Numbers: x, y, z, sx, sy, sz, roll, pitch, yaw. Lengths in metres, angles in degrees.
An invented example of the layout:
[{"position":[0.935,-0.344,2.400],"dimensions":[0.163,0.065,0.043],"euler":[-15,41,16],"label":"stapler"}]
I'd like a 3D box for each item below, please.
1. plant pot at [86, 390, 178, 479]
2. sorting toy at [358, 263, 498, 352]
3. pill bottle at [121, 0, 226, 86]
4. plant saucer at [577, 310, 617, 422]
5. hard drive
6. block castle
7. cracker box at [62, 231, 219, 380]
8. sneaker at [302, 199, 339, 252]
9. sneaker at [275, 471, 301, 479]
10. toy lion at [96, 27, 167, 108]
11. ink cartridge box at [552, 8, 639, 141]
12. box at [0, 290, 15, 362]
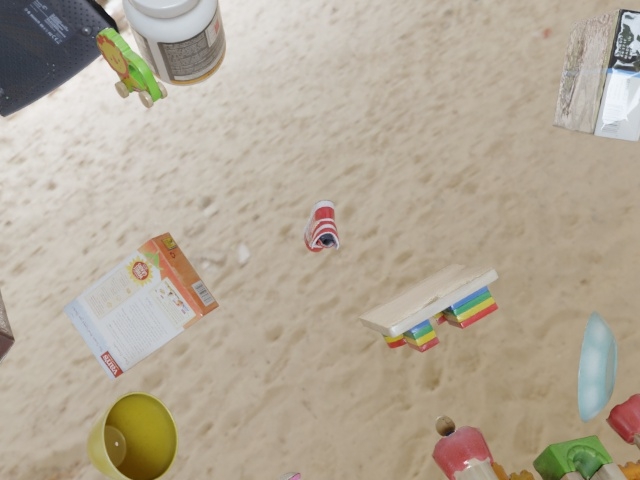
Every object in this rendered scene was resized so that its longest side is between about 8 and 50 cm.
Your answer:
[{"position":[-0.294,0.301,1.283],"dimensions":[0.095,0.134,0.134],"euler":[-23,28,37],"label":"plant pot"},{"position":[0.241,0.153,1.860],"dimensions":[0.257,0.089,0.255],"euler":[-29,6,-10],"label":"sorting toy"},{"position":[-0.250,-0.388,1.471],"dimensions":[0.162,0.162,0.278],"euler":[-42,-9,-11],"label":"pill bottle"},{"position":[0.481,0.219,1.477],"dimensions":[0.038,0.195,0.195],"euler":[5,45,29],"label":"plant saucer"},{"position":[-0.436,-0.303,1.269],"dimensions":[0.255,0.172,0.054],"euler":[-27,37,24],"label":"hard drive"},{"position":[0.348,0.406,1.418],"dimensions":[0.212,0.453,0.303],"euler":[61,141,38],"label":"block castle"},{"position":[-0.308,0.113,1.466],"dimensions":[0.232,0.155,0.067],"euler":[-35,-1,23],"label":"cracker box"},{"position":[0.000,0.000,1.268],"dimensions":[0.042,0.118,0.067],"euler":[0,56,-9],"label":"sneaker"},{"position":[-0.094,0.544,1.752],"dimensions":[0.178,0.077,0.072],"euler":[-23,-1,-38],"label":"sneaker"},{"position":[-0.248,-0.225,1.104],"dimensions":[0.034,0.096,0.100],"euler":[-39,42,-24],"label":"toy lion"},{"position":[0.396,-0.234,1.235],"dimensions":[0.065,0.165,0.332],"euler":[9,9,3],"label":"ink cartridge box"},{"position":[-0.589,0.051,1.068],"dimensions":[0.143,0.381,0.191],"euler":[-51,38,7],"label":"box"}]
